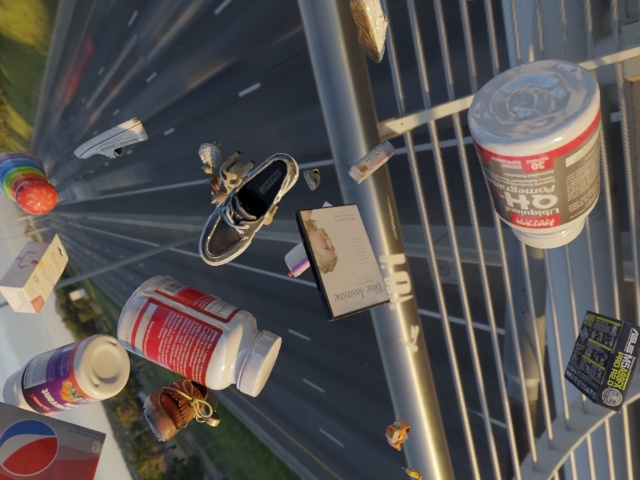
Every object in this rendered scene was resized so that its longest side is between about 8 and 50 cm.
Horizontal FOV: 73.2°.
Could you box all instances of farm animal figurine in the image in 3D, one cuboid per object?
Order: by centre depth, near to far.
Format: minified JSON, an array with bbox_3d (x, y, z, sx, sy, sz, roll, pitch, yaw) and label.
[{"bbox_3d":[-0.342,-0.201,1.722,0.330,0.172,0.326,24,142,16],"label":"farm animal figurine"}]

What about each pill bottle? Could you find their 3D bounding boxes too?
[{"bbox_3d":[0.371,-0.122,0.732,0.176,0.176,0.318,31,168,43],"label":"pill bottle"},{"bbox_3d":[-0.443,0.238,0.746,0.194,0.108,0.108,-20,95,16],"label":"pill bottle"},{"bbox_3d":[-0.329,0.272,1.212,0.408,0.229,0.229,21,135,9],"label":"pill bottle"}]

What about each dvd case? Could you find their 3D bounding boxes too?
[{"bbox_3d":[0.051,0.041,0.978,0.022,0.180,0.253,-31,74,50],"label":"dvd case"}]

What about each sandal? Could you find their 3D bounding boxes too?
[{"bbox_3d":[-0.415,0.611,1.530,0.088,0.079,0.240,33,173,-20],"label":"sandal"}]

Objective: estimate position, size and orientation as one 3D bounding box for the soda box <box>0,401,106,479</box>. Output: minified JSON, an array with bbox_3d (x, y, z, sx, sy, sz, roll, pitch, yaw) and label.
[{"bbox_3d":[-0.396,0.240,0.489,0.083,0.263,0.092,-40,33,21],"label":"soda box"}]

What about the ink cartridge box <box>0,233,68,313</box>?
[{"bbox_3d":[-0.772,0.084,1.172,0.115,0.067,0.198,100,175,-45],"label":"ink cartridge box"}]

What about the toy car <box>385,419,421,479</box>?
[{"bbox_3d":[0.169,0.412,0.867,0.040,0.060,0.122,34,-178,-25],"label":"toy car"}]

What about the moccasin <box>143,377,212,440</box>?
[{"bbox_3d":[-0.400,0.474,1.256,0.139,0.147,0.380,60,172,10],"label":"moccasin"}]

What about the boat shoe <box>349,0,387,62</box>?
[{"bbox_3d":[0.171,-0.673,1.354,0.098,0.096,0.277,40,178,20],"label":"boat shoe"}]

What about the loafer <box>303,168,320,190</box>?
[{"bbox_3d":[-0.019,-0.163,1.110,0.125,0.039,0.045,-107,-9,-68],"label":"loafer"}]

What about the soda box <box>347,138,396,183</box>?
[{"bbox_3d":[0.185,-0.283,1.545,0.058,0.183,0.063,48,159,6],"label":"soda box"}]

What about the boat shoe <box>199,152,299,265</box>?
[{"bbox_3d":[-0.160,-0.060,0.912,0.108,0.301,0.102,44,-169,-5],"label":"boat shoe"}]

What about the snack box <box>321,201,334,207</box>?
[{"bbox_3d":[0.069,-0.088,1.643,0.141,0.037,0.100,32,170,4],"label":"snack box"}]

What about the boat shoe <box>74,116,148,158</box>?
[{"bbox_3d":[-0.697,-0.320,1.441,0.096,0.268,0.088,-87,-28,-65],"label":"boat shoe"}]

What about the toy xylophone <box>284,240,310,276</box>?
[{"bbox_3d":[0.000,0.000,1.522,0.081,0.323,0.236,50,128,0],"label":"toy xylophone"}]

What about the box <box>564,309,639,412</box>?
[{"bbox_3d":[0.751,0.309,1.151,0.060,0.270,0.216,19,91,15],"label":"box"}]

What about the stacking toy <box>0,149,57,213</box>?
[{"bbox_3d":[-0.788,-0.152,1.163,0.330,0.141,0.141,23,129,43],"label":"stacking toy"}]
